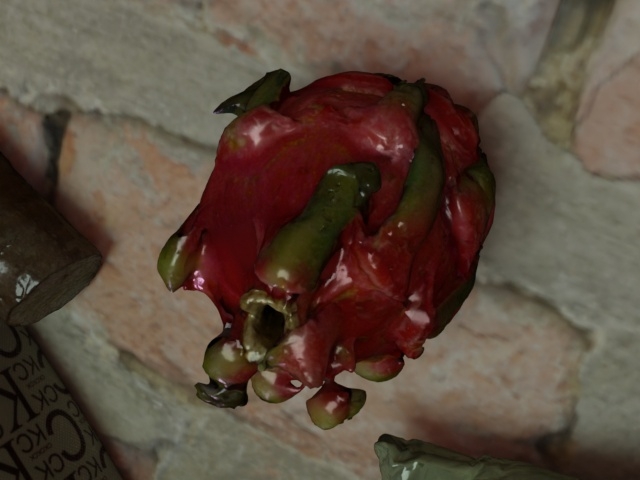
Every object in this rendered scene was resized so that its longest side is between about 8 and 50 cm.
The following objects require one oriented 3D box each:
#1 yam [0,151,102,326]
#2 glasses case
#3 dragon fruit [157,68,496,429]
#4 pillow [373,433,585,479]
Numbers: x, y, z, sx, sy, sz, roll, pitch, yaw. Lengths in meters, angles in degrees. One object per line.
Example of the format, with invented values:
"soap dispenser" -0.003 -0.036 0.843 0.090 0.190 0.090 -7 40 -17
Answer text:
"yam" -0.210 -0.008 0.629 0.127 0.084 0.084 46 121 7
"glasses case" -0.224 0.144 0.658 0.085 0.137 0.355 -30 95 32
"dragon fruit" 0.000 0.000 0.475 0.166 0.172 0.160 -32 93 32
"pillow" 0.167 0.248 0.548 0.274 0.076 0.281 8 117 30
